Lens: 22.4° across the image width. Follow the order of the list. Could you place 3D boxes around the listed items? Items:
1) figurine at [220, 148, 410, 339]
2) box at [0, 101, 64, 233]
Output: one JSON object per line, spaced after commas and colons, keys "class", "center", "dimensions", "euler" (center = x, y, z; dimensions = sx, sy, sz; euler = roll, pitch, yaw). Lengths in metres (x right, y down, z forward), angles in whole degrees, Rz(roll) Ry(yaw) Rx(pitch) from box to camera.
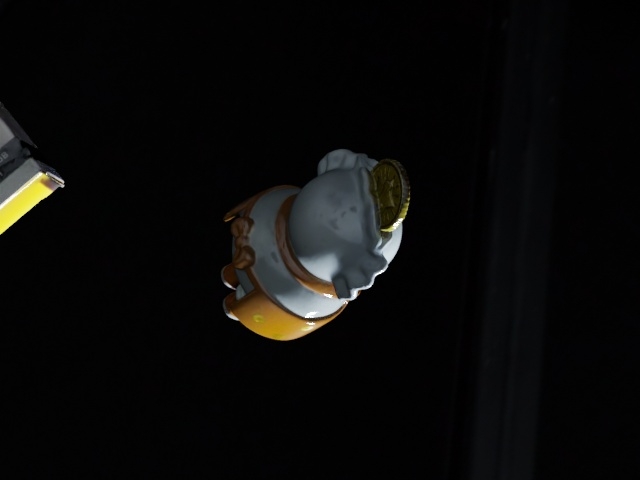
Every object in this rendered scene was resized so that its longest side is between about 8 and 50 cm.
{"class": "figurine", "center": [-0.009, 0.000, 1.435], "dimensions": [0.143, 0.271, 0.143], "euler": [8, -115, -18]}
{"class": "box", "center": [-0.251, -0.080, 0.801], "dimensions": [0.129, 0.033, 0.247], "euler": [-41, -103, 1]}
